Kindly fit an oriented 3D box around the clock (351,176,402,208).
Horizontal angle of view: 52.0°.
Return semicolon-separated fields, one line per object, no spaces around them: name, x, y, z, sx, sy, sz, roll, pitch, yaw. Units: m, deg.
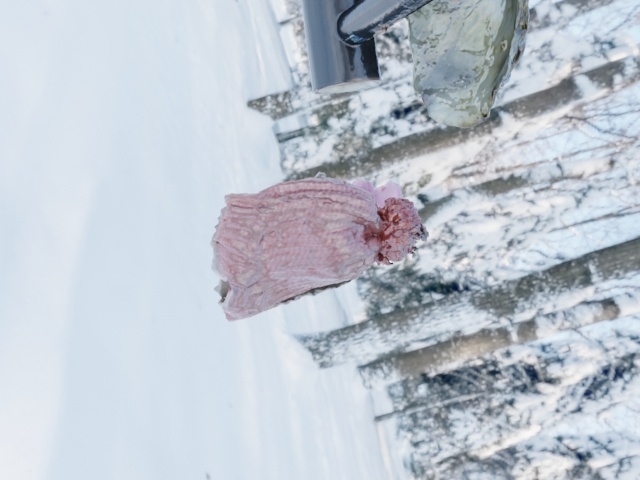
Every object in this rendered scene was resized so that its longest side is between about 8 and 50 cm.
clock;0.054;-0.039;1.192;0.194;0.195;0.100;74;10;-73

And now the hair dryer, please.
hair dryer;0.051;-0.213;0.557;0.255;0.069;0.129;179;-99;-68

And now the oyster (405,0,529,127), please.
oyster;0.148;-0.318;0.635;0.204;0.110;0.397;132;-45;-69

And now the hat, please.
hat;0.000;0.000;0.835;0.237;0.286;0.107;99;-25;-54
